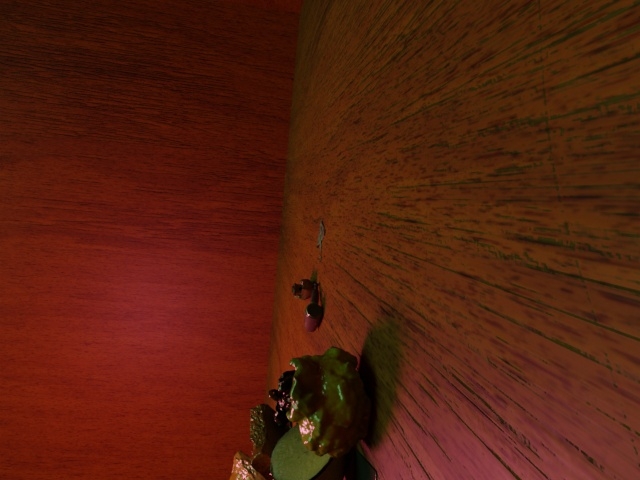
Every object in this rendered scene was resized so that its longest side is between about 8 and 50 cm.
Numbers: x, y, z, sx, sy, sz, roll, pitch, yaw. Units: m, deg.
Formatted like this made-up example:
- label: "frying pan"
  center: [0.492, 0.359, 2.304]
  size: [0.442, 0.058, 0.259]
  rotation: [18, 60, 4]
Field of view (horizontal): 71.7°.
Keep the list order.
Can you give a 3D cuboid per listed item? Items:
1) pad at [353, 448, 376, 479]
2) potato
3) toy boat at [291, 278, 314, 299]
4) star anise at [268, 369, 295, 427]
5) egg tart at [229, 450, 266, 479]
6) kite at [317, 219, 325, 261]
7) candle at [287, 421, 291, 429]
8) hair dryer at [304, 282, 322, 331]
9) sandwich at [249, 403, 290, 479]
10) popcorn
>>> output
- label: "pad"
  center: [0.075, 0.502, 0.787]
  size: [0.143, 0.003, 0.212]
  rotation: [136, 138, -76]
- label: "potato"
  center: [-0.006, 0.471, 0.925]
  size: [0.117, 0.182, 0.202]
  rotation: [64, 166, -10]
- label: "toy boat"
  center: [-0.069, 0.180, 1.600]
  size: [0.206, 0.072, 0.065]
  rotation: [125, 150, -70]
- label: "star anise"
  center: [-0.124, 0.572, 1.589]
  size: [0.190, 0.125, 0.220]
  rotation: [-103, 22, -49]
- label: "egg tart"
  center: [-0.231, 0.922, 1.596]
  size: [0.341, 0.129, 0.341]
  rotation: [32, 141, 30]
- label: "kite"
  center: [0.000, 0.000, 1.475]
  size: [0.139, 0.011, 0.157]
  rotation: [112, 161, -67]
- label: "candle"
  center: [-0.202, 0.894, 1.877]
  size: [0.287, 0.131, 0.317]
  rotation: [-142, 59, -82]
- label: "hair dryer"
  center: [-0.018, 0.201, 1.403]
  size: [0.106, 0.053, 0.154]
  rotation: [100, 180, -53]
- label: "sandwich"
  center: [-0.160, 0.726, 1.559]
  size: [0.226, 0.087, 0.251]
  rotation: [58, -175, -21]
- label: "popcorn"
  center: [0.010, 0.304, 0.839]
  size: [0.197, 0.155, 0.198]
  rotation: [172, 90, -84]
